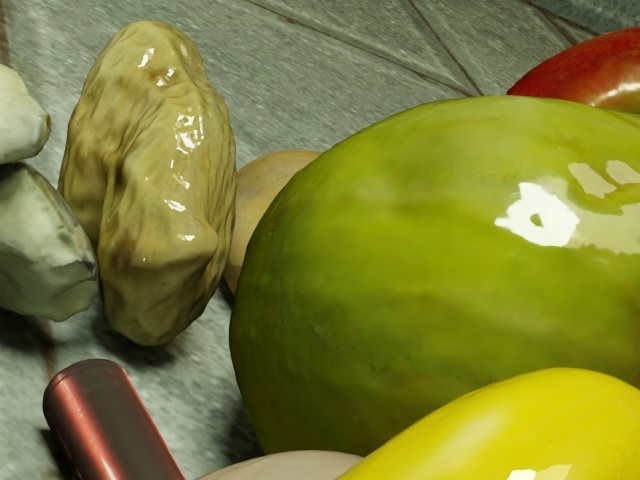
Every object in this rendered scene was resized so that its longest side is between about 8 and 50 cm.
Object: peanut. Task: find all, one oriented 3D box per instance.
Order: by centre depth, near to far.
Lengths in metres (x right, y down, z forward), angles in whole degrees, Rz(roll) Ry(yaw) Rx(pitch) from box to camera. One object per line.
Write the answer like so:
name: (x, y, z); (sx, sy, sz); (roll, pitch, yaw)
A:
peanut: (-0.118, -0.037, 1.151); (0.110, 0.196, 0.233); (-1, 34, -26)

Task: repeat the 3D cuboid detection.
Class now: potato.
potato: (0.000, 0.000, 1.314); (0.150, 0.146, 0.234); (52, 9, -24)

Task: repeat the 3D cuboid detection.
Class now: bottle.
bottle: (-0.106, 0.134, 0.936); (0.060, 0.060, 0.164); (13, 26, -37)

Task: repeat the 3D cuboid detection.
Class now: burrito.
burrito: (-0.263, -0.071, 1.103); (0.135, 0.190, 0.332); (-21, 41, -22)

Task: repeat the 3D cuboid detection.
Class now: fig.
fig: (0.098, 0.067, 1.024); (0.343, 0.343, 0.343); (25, 20, -10)

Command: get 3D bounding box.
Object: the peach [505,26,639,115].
peach: (0.337, -0.067, 1.694); (0.373, 0.373, 0.289); (-6, 72, -58)

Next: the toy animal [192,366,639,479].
toy animal: (0.011, 0.223, 0.695); (0.277, 0.345, 0.246); (-35, 98, -47)
